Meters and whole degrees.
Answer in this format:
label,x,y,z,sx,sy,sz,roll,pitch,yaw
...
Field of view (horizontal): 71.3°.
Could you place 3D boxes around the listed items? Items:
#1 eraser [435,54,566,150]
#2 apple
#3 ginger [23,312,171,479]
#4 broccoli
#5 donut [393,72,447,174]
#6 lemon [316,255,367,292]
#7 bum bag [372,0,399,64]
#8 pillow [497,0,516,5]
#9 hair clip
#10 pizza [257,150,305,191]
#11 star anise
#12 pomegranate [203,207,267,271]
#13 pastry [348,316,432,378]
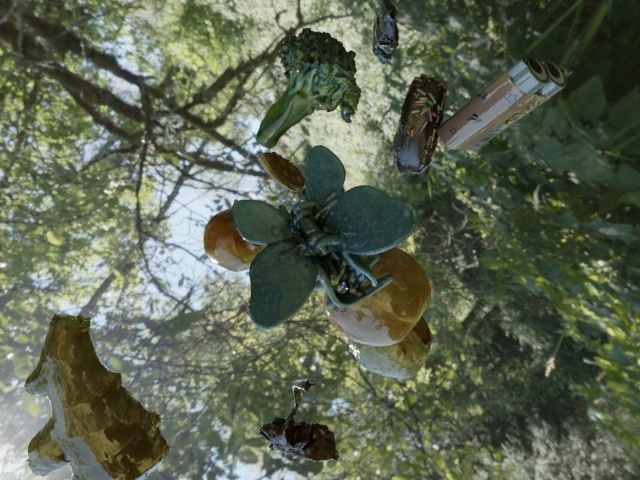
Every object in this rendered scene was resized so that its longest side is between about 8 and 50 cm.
label,x,y,z,sx,sy,sz,roll,pitch,yaw
eraser,0.462,-0.342,1.157,0.171,0.290,0.087,-6,-108,-31
apple,0.216,0.208,1.684,0.346,0.391,0.391,38,-162,10
ginger,-0.474,0.342,0.899,0.375,0.236,0.166,56,-167,7
broccoli,-0.018,-0.314,0.987,0.199,0.275,0.177,8,-141,-23
donut,0.271,-0.309,1.206,0.103,0.269,0.270,17,-166,15
lemon,0.025,0.035,1.468,0.260,0.260,0.284,24,-139,-44
bum bag,0.215,-0.687,1.514,0.326,0.080,0.142,-56,-48,-85
pillow,0.435,-0.638,1.026,0.217,0.130,0.033,29,-117,-43
hair clip,0.000,0.000,1.025,0.318,0.392,0.238,56,-176,27
pizza,-0.136,-0.238,1.591,0.246,0.058,0.127,16,-122,-58
star anise,-0.056,0.531,1.277,0.237,0.346,0.148,10,-149,12
pomegranate,-0.315,-0.003,1.724,0.264,0.264,0.264,37,-160,-16
pastry,0.315,0.421,1.992,0.389,0.312,0.388,19,-167,-4
